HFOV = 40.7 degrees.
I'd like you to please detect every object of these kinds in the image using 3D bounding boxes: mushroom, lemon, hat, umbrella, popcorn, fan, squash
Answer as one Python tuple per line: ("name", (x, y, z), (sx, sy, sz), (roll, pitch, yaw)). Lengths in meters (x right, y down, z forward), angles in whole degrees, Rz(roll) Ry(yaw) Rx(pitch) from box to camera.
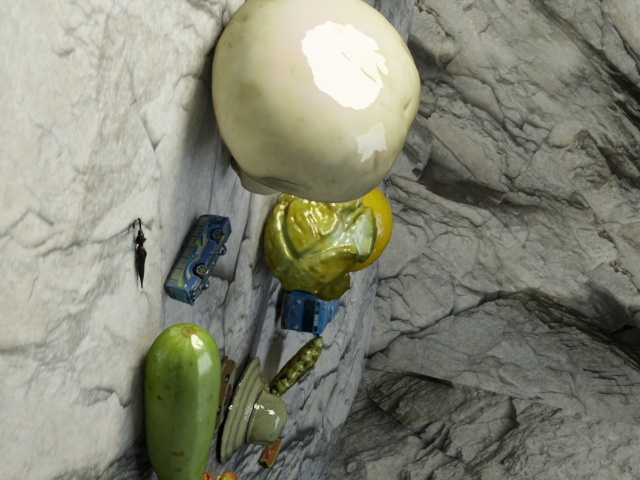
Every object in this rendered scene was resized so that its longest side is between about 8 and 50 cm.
("mushroom", (0.002, -0.210, 1.353), (0.353, 0.325, 0.353), (170, -90, -88))
("lemon", (0.064, -0.035, 2.147), (0.253, 0.228, 0.228), (101, 8, -52))
("hat", (-0.129, 0.389, 1.899), (0.252, 0.110, 0.252), (16, 90, -82))
("umbrella", (-0.243, 0.017, 1.174), (0.022, 0.013, 0.122), (-49, 153, -44))
("popcorn", (-0.002, -0.002, 1.850), (0.276, 0.225, 0.276), (-29, 158, -13))
("fan", (-0.193, 0.319, 1.794), (0.227, 0.008, 0.153), (54, 49, -76))
("squash", (-0.219, 0.281, 1.344), (0.118, 0.118, 0.371), (-62, 165, -55))

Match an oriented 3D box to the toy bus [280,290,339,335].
("toy bus", (-0.015, 0.135, 2.176), (0.234, 0.133, 0.116), (-59, 160, -60))

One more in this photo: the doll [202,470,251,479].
("doll", (-0.204, 0.540, 1.676), (0.221, 0.142, 0.135), (-54, 154, -48))

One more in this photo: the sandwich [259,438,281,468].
("sandwich", (-0.136, 0.574, 2.327), (0.135, 0.029, 0.067), (-46, 141, -68))

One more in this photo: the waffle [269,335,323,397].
("waffle", (-0.061, 0.320, 2.163), (0.208, 0.054, 0.214), (-45, 176, -5))

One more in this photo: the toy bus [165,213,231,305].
("toy bus", (-0.188, 0.027, 1.346), (0.051, 0.061, 0.153), (90, 18, -55))
